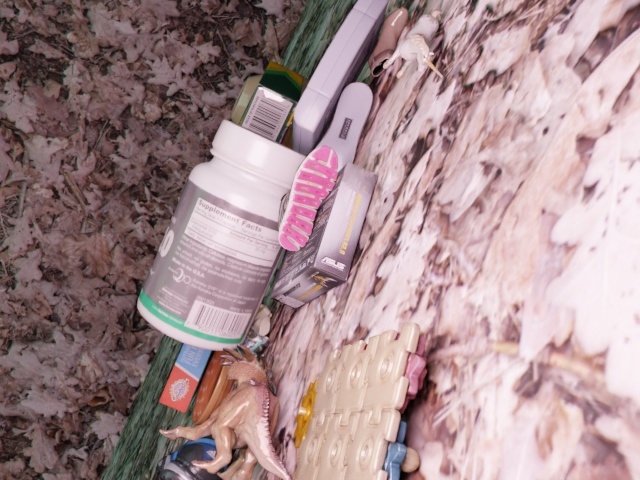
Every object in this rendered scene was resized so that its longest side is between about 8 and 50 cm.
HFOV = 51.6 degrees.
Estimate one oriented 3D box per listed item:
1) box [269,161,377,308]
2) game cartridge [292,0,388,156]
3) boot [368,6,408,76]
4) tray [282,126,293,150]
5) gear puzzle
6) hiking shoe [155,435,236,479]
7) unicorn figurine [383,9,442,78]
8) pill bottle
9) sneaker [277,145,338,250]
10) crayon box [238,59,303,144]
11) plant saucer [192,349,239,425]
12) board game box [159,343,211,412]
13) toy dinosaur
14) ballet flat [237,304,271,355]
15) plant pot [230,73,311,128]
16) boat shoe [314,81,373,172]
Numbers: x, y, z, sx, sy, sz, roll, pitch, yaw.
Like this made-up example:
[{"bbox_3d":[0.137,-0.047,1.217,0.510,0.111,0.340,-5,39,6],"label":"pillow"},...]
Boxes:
[{"bbox_3d":[0.000,0.000,1.081,0.231,0.056,0.183,-38,30,63],"label":"box"},{"bbox_3d":[0.032,-0.305,1.225,0.294,0.060,0.196,-62,1,-13],"label":"game cartridge"},{"bbox_3d":[0.128,-0.365,1.237,0.118,0.042,0.087,129,153,-50],"label":"boot"},{"bbox_3d":[-0.142,-0.105,1.729,0.203,0.076,0.411,-55,19,40],"label":"tray"},{"bbox_3d":[0.028,0.197,0.715,0.339,0.044,0.176,140,149,-66],"label":"gear puzzle"},{"bbox_3d":[-0.209,0.401,1.178,0.132,0.113,0.304,-42,0,-23],"label":"hiking shoe"},{"bbox_3d":[0.145,-0.293,1.004,0.111,0.060,0.162,-40,30,61],"label":"unicorn figurine"},{"bbox_3d":[-0.160,-0.010,1.154,0.361,0.204,0.204,-65,14,7],"label":"pill bottle"},{"bbox_3d":[-0.027,-0.071,1.042,0.171,0.063,0.075,-69,19,9],"label":"sneaker"},{"bbox_3d":[-0.165,-0.227,1.601,0.363,0.106,0.313,-62,11,22],"label":"crayon box"},{"bbox_3d":[-0.226,0.310,1.454,0.200,0.037,0.200,-58,16,28],"label":"plant saucer"},{"bbox_3d":[-0.287,0.256,1.594,0.316,0.064,0.242,157,136,-85],"label":"board game box"},{"bbox_3d":[-0.107,0.248,0.970,0.200,0.127,0.295,-54,20,-17],"label":"toy dinosaur"},{"bbox_3d":[-0.123,0.161,1.294,0.070,0.070,0.188,-61,17,21],"label":"ballet flat"},{"bbox_3d":[-0.164,-0.396,2.031,0.284,0.190,0.284,-59,17,30],"label":"plant pot"},{"bbox_3d":[0.032,-0.180,1.222,0.076,0.080,0.229,33,-102,-87],"label":"boat shoe"}]
